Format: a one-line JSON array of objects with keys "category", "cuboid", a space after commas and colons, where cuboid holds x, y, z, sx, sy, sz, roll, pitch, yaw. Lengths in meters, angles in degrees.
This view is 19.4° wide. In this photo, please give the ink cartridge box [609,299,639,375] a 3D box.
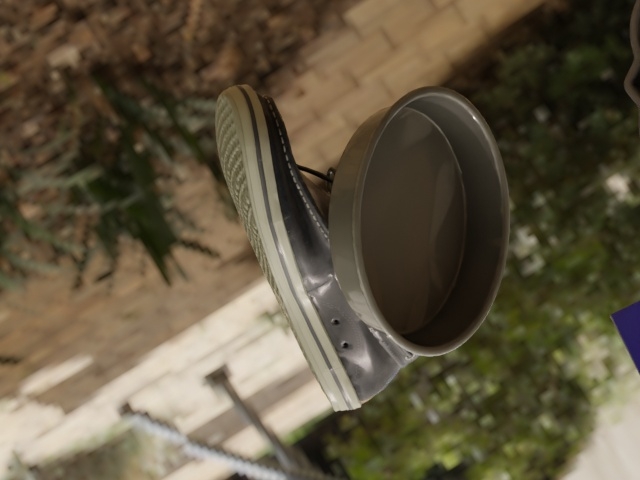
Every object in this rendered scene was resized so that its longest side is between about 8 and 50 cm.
[{"category": "ink cartridge box", "cuboid": [0.503, 0.136, 2.374, 0.208, 0.206, 0.045, -27, 165, 7]}]

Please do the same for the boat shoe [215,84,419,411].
[{"category": "boat shoe", "cuboid": [0.000, 0.000, 2.270, 0.156, 0.187, 0.500, -26, 128, -3]}]

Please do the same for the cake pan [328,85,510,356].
[{"category": "cake pan", "cuboid": [0.107, -0.021, 2.038, 0.054, 0.293, 0.293, 2, -165, 39]}]

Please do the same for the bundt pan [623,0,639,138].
[{"category": "bundt pan", "cuboid": [0.426, -0.148, 1.543, 0.331, 0.331, 0.124, -36, 159, 23]}]
